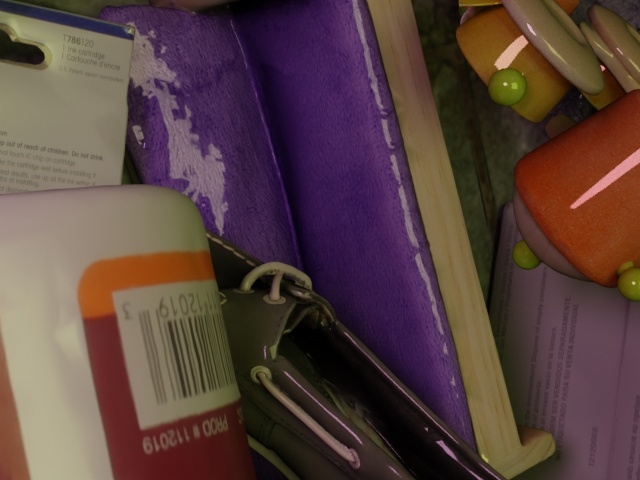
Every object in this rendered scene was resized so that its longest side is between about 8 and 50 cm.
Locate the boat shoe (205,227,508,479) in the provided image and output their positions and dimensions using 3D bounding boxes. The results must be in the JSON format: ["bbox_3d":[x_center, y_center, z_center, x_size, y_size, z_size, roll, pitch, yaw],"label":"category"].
[{"bbox_3d":[0.015,0.086,0.670,0.335,0.095,0.112,47,24,9],"label":"boat shoe"}]

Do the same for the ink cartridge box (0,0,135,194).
[{"bbox_3d":[-0.201,0.032,0.697,0.165,0.065,0.333,8,87,-34],"label":"ink cartridge box"}]

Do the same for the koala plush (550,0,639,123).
[{"bbox_3d":[0.292,-0.120,0.984,0.221,0.203,0.196,18,89,-54],"label":"koala plush"}]

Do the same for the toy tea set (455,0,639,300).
[{"bbox_3d":[0.134,-0.100,0.811,0.200,0.124,0.336,42,24,-15],"label":"toy tea set"}]

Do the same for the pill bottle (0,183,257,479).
[{"bbox_3d":[-0.122,0.189,0.543,0.224,0.224,0.392,-9,85,-34],"label":"pill bottle"}]

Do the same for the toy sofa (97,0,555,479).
[{"bbox_3d":[0.000,0.000,0.780,0.177,0.150,0.363,-22,102,-33],"label":"toy sofa"}]

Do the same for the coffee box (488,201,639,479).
[{"bbox_3d":[0.342,0.164,0.898,0.334,0.338,0.338,11,85,-34],"label":"coffee box"}]
